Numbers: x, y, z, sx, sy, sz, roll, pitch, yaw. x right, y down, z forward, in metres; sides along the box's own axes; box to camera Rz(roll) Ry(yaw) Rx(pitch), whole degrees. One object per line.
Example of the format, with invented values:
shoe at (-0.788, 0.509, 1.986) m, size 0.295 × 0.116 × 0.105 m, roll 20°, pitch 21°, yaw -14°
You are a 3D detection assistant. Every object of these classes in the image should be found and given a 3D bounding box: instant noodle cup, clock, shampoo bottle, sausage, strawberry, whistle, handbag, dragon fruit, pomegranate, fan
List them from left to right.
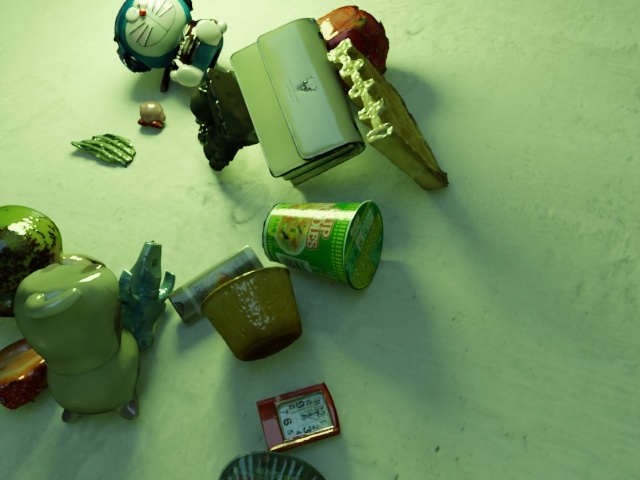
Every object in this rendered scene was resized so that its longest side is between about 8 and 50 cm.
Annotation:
strawberry at (-0.664, 0.289, 1.677) m, size 0.174 × 0.097 × 0.228 m, roll 18°, pitch 48°, yaw 41°
pomegranate at (-0.689, 0.066, 1.757) m, size 0.341 × 0.285 × 0.284 m, roll 13°, pitch 56°, yaw -10°
whistle at (-0.409, 0.134, 1.685) m, size 0.093 × 0.180 × 0.268 m, roll 16°, pitch 95°, yaw 24°
sausage at (-0.464, -0.521, 2.232) m, size 0.028 × 0.025 × 0.198 m, roll -36°, pitch 40°, yaw 41°
shampoo bottle at (-0.243, 0.102, 1.726) m, size 0.227 × 0.056 × 0.086 m, roll -32°, pitch 87°, yaw -11°
fan at (-0.078, 0.543, 1.397) m, size 0.223 × 0.012 × 0.294 m, roll -12°, pitch 70°, yaw -11°
handbag at (-0.054, -0.348, 1.836) m, size 0.237 × 0.160 × 0.358 m, roll -24°, pitch 77°, yaw 15°
clock at (-0.043, 0.368, 1.507) m, size 0.155 × 0.061 × 0.113 m, roll -16°, pitch 56°, yaw -3°
instant noodle cup at (0.000, 0.000, 1.683) m, size 0.233 × 0.207 × 0.207 m, roll 7°, pitch 57°, yaw 27°
dragon fruit at (0.071, -0.508, 1.988) m, size 0.252 × 0.241 × 0.241 m, roll -48°, pitch 58°, yaw -1°

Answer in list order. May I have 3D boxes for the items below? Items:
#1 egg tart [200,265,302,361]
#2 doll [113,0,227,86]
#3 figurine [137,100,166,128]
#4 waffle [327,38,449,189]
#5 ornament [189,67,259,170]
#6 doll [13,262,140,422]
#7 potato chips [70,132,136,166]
egg tart at (-0.143, 0.160, 1.595) m, size 0.215 × 0.215 × 0.170 m, roll -24°, pitch 69°, yaw -5°
doll at (-0.446, -0.598, 2.136) m, size 0.310 × 0.240 × 0.284 m, roll 27°, pitch 90°, yaw -3°
figurine at (-0.482, -0.363, 2.102) m, size 0.083 × 0.067 × 0.071 m, roll 15°, pitch 80°, yaw 3°
waffle at (0.170, -0.297, 1.789) m, size 0.078 × 0.304 × 0.348 m, roll -34°, pitch 52°, yaw 19°
ornament at (-0.279, -0.295, 1.929) m, size 0.106 × 0.260 × 0.251 m, roll -7°, pitch 70°, yaw -35°
doll at (-0.506, 0.203, 1.549) m, size 0.215 × 0.370 × 0.226 m, roll -6°, pitch 38°, yaw 7°
potato chips at (-0.612, -0.269, 2.089) m, size 0.208 × 0.028 × 0.092 m, roll 21°, pitch 61°, yaw 22°
